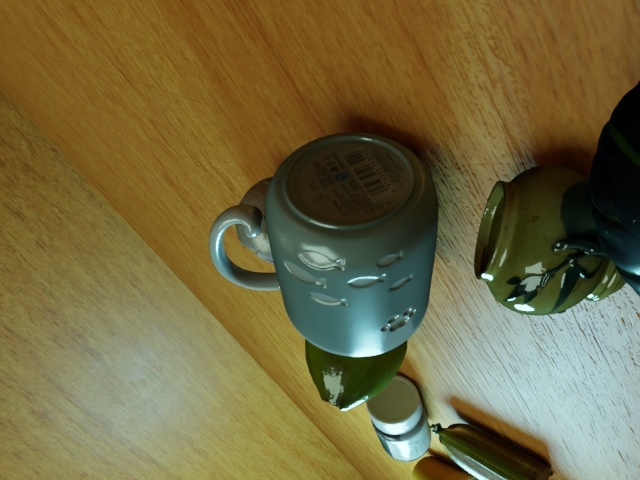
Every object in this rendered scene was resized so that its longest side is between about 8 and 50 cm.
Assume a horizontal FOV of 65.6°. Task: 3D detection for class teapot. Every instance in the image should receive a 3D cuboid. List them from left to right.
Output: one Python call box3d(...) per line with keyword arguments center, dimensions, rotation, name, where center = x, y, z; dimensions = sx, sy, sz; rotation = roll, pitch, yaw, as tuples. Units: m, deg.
box3d(center=(0.281, 0.011, 0.579), dimensions=(0.183, 0.173, 0.269), rotation=(11, 160, 7), name="teapot")

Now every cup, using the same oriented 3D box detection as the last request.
box3d(center=(0.000, 0.000, 0.768), dimensions=(0.357, 0.259, 0.274), rotation=(-1, 141, 4), name="cup")
box3d(center=(0.460, 0.859, 1.710), dimensions=(0.226, 0.182, 0.264), rotation=(18, 174, -26), name="cup")

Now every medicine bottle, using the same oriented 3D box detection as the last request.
box3d(center=(0.235, 0.529, 1.471), dimensions=(0.165, 0.165, 0.273), rotation=(24, 149, 35), name="medicine bottle")

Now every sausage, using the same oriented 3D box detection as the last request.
box3d(center=(0.418, 0.561, 1.293), dimensions=(0.317, 0.125, 0.117), rotation=(19, 107, 40), name="sausage")

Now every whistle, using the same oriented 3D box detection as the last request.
box3d(center=(-0.083, -0.051, 1.048), dimensions=(0.189, 0.189, 0.348), rotation=(47, 177, -10), name="whistle")

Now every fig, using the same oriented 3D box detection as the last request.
box3d(center=(0.072, 0.247, 1.122), dimensions=(0.239, 0.271, 0.239), rotation=(14, 147, 10), name="fig")

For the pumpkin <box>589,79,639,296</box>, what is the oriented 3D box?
box3d(center=(0.320, -0.030, 0.337), dimensions=(0.250, 0.216, 0.249), rotation=(16, 123, 26), name="pumpkin")
